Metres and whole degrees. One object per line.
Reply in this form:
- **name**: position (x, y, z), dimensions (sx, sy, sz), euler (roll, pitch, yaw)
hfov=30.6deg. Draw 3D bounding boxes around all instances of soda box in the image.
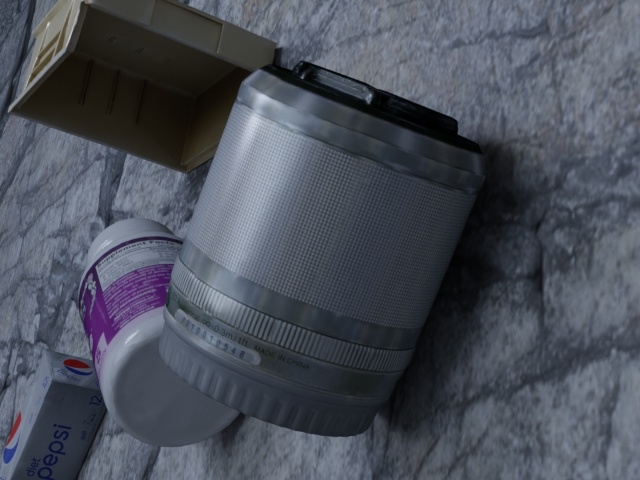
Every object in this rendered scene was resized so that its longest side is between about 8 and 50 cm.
- **soda box**: position (-0.410, 0.310, 1.745), dimensions (0.286, 0.098, 0.091), euler (-65, 27, 17)

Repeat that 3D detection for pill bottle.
- **pill bottle**: position (-0.193, 0.092, 1.372), dimensions (0.169, 0.169, 0.301), euler (-65, 27, 17)

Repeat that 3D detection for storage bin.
- **storage bin**: position (-0.228, -0.213, 1.515), dimensions (0.260, 0.262, 0.123), euler (-22, 54, 58)

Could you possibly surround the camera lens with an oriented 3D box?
- **camera lens**: position (0.000, 0.000, 0.997), dimensions (0.219, 0.219, 0.274), euler (38, 109, 62)
